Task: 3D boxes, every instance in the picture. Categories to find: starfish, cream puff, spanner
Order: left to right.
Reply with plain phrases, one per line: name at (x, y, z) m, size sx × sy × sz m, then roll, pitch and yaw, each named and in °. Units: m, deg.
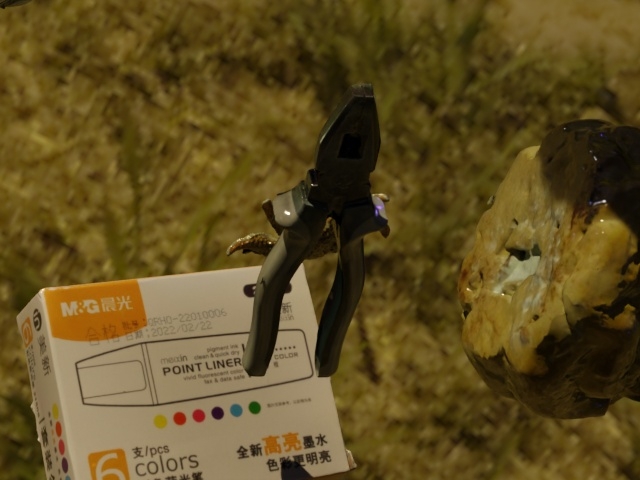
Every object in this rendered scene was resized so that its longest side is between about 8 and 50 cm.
spanner at (0.000, 0.000, 1.470) m, size 0.095 × 0.325 × 0.040 m, roll 2°, pitch 45°, yaw -14°
starfish at (0.003, -0.014, 2.002) m, size 0.208 × 0.176 × 0.053 m, roll 2°, pitch 62°, yaw -53°
cream puff at (0.316, 0.045, 1.958) m, size 0.257 × 0.324 × 0.291 m, roll 21°, pitch 5°, yaw -26°

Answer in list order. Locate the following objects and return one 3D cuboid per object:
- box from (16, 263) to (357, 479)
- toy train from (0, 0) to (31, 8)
box at (-0.127, 0.143, 1.657) m, size 0.274 × 0.091 × 0.221 m, roll -8°, pitch 74°, yaw -26°
toy train at (-0.307, -0.280, 1.897) m, size 0.051 × 0.052 × 0.234 m, roll 58°, pitch 28°, yaw -19°
